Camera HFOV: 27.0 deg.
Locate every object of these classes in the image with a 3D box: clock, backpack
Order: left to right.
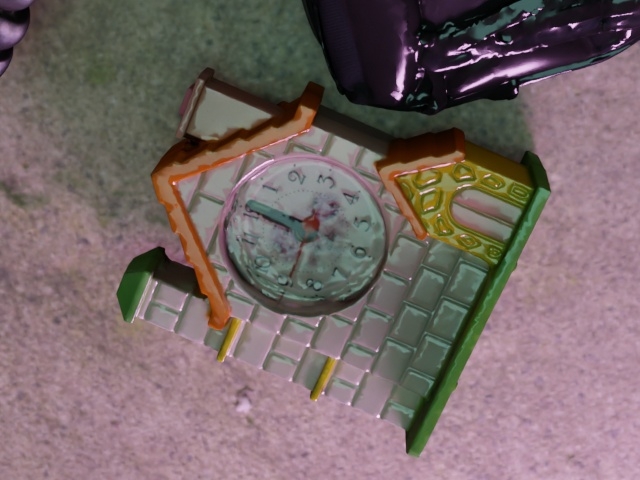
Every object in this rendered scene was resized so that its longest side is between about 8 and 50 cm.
[{"bbox_3d":[0.000,0.000,0.953,0.255,0.106,0.220,22,107,-3],"label":"clock"},{"bbox_3d":[0.110,-0.180,0.865,0.258,0.133,0.206,-11,129,4],"label":"backpack"}]

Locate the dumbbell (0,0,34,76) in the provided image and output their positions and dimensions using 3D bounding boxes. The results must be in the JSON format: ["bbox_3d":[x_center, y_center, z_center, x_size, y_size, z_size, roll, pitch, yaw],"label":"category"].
[{"bbox_3d":[-0.153,-0.248,0.848,0.406,0.179,0.179,-32,103,12],"label":"dumbbell"}]
